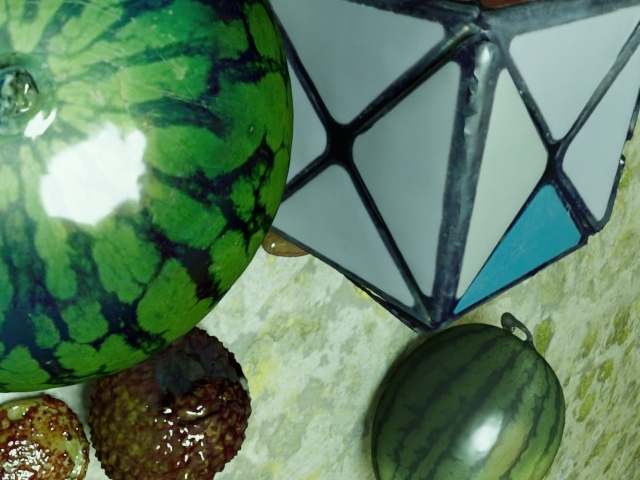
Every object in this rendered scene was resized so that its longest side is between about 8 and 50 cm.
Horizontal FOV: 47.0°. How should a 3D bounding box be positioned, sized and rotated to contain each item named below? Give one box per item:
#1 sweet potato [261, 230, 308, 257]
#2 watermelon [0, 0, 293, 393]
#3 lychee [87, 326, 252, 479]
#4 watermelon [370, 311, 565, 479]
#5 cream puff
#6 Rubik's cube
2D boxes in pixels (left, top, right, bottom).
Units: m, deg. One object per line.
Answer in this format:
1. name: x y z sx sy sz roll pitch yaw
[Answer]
1. sweet potato: 0.000 0.000 0.933 0.214 0.050 0.050 4 110 -52
2. watermelon: -0.180 -0.077 0.465 0.363 0.363 0.364 -24 129 -34
3. lychee: -0.163 0.183 0.785 0.188 0.188 0.188 -24 129 -34
4. watermelon: 0.236 0.285 1.168 0.359 0.278 0.279 -53 139 -3
5. cream puff: -0.297 0.231 0.743 0.149 0.084 0.149 -27 131 -35
6. Rubik's cube: 0.128 -0.131 0.779 0.305 0.307 0.310 -23 130 -37
